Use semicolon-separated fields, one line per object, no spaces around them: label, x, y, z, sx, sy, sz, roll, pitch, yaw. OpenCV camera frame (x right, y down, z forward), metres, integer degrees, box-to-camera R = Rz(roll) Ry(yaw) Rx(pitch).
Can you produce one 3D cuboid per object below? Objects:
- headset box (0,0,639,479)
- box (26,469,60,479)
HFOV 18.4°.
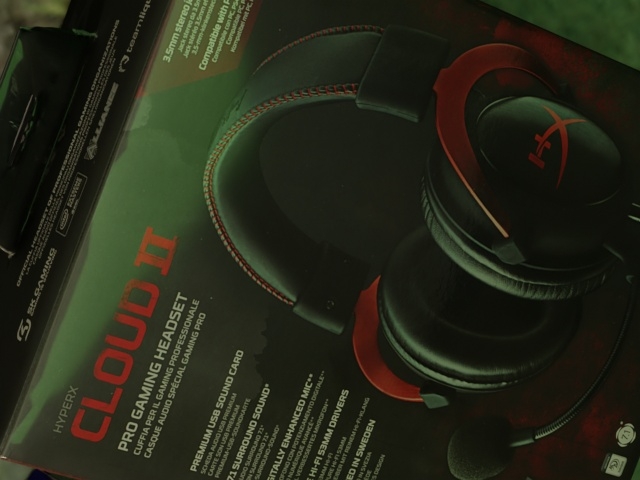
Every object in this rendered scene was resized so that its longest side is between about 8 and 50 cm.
headset box;0.000;0.000;0.775;0.293;0.110;0.218;20;93;-27
box;-0.095;0.186;0.794;0.126;0.072;0.137;38;84;-27
